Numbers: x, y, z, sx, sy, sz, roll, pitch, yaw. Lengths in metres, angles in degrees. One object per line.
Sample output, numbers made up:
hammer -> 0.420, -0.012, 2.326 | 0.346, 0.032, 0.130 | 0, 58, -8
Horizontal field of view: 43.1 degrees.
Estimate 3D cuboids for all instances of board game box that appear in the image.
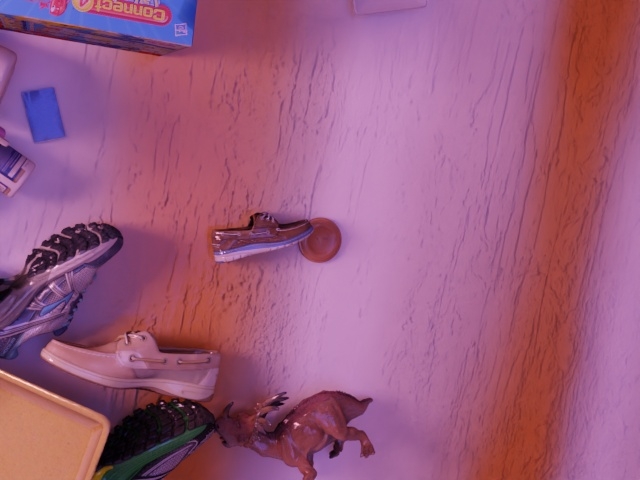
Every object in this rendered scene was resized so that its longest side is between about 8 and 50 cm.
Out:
board game box -> -0.351, -0.335, 1.151 | 0.301, 0.308, 0.086 | 5, 98, -20

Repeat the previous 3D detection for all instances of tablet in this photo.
tablet -> -0.443, -0.201, 1.298 | 0.054, 0.006, 0.083 | -14, 101, -17

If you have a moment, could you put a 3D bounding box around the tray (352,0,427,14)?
tray -> 0.104, -0.541, 1.430 | 0.145, 0.030, 0.271 | -11, 102, -17

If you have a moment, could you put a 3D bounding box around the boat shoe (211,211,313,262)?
boat shoe -> -0.101, -0.015, 1.415 | 0.183, 0.066, 0.066 | -17, 102, -16

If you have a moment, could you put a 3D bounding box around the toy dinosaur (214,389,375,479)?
toy dinosaur -> -0.025, 0.331, 1.469 | 0.295, 0.127, 0.200 | -29, 99, -19

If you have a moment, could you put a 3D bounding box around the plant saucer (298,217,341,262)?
plant saucer -> 0.000, 0.000, 1.481 | 0.083, 0.013, 0.084 | -3, 99, -20

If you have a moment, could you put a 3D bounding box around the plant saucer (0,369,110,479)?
plant saucer -> -0.506, 0.363, 1.262 | 0.332, 0.081, 0.333 | 21, 91, 11

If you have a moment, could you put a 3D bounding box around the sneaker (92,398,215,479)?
sneaker -> -0.320, 0.400, 1.380 | 0.343, 0.134, 0.146 | -36, 115, -2

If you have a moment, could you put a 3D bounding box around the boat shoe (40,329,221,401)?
boat shoe -> -0.309, 0.195, 1.355 | 0.302, 0.109, 0.098 | 17, 87, -27

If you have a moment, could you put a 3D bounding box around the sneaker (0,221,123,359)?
sneaker -> -0.432, 0.081, 1.309 | 0.283, 0.110, 0.122 | -35, 125, -9

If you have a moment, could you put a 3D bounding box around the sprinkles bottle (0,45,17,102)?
sprinkles bottle -> -0.629, -0.289, 1.159 | 0.355, 0.121, 0.121 | 23, 90, -20

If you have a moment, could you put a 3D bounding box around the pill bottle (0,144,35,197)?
pill bottle -> -0.510, -0.126, 1.253 | 0.120, 0.067, 0.067 | 38, 85, -21

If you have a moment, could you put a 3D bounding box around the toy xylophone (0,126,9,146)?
toy xylophone -> -0.595, -0.087, 1.081 | 0.323, 0.081, 0.236 | -46, 146, 13
